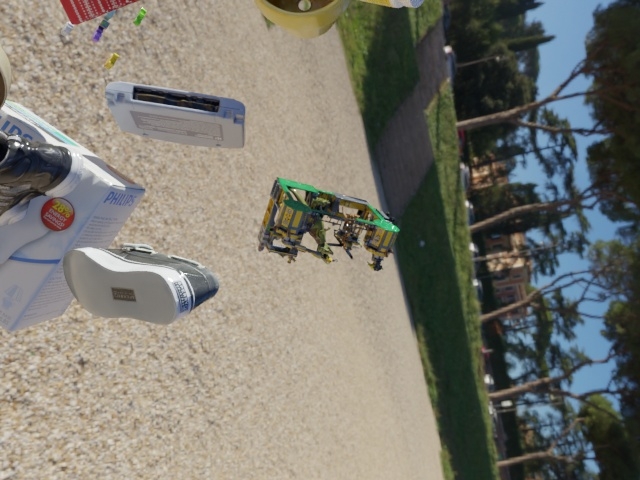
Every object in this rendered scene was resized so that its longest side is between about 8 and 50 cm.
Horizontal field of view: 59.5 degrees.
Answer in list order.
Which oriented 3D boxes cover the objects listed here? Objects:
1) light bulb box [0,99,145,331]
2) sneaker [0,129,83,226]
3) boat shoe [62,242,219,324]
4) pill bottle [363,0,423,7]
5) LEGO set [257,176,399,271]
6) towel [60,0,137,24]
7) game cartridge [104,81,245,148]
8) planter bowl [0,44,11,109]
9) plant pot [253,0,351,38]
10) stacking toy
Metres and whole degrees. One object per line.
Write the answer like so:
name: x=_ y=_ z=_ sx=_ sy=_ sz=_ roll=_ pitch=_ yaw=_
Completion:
light bulb box: x=-0.644 y=-0.065 z=1.192 sx=0.358 sy=0.361 sz=0.225 roll=34 pitch=1 yaw=-1
sneaker: x=-0.540 y=-0.110 z=0.933 sx=0.153 sy=0.268 sz=0.101 roll=29 pitch=47 yaw=-57
boat shoe: x=-0.289 y=0.057 z=0.885 sx=0.105 sy=0.306 sz=0.113 roll=-23 pitch=108 yaw=-51
pill bottle: x=0.190 y=-0.724 z=1.576 sx=0.119 sy=0.208 sz=0.119 roll=-34 pitch=138 yaw=-37
LEGO set: x=0.000 y=0.000 z=1.296 sx=0.255 sy=0.331 sz=0.192 roll=49 pitch=-56 yaw=53
towel: x=-0.402 y=-0.528 z=1.019 sx=0.031 sy=0.275 sz=0.199 roll=-63 pitch=139 yaw=-53
game cartridge: x=-0.317 y=-0.275 z=1.270 sx=0.196 sy=0.294 sz=0.060 roll=118 pitch=-21 yaw=-72
planter bowl: x=-0.594 y=-0.294 z=0.934 sx=0.109 sy=0.162 sz=0.162 roll=-98 pitch=170 yaw=-50
plant pot: x=-0.040 y=-0.594 z=1.307 sx=0.239 sy=0.254 sz=0.254 roll=62 pitch=17 yaw=-87
stacking toy: x=-0.661 y=-0.664 z=1.707 sx=0.167 sy=0.052 sz=0.221 roll=33 pitch=84 yaw=-38
